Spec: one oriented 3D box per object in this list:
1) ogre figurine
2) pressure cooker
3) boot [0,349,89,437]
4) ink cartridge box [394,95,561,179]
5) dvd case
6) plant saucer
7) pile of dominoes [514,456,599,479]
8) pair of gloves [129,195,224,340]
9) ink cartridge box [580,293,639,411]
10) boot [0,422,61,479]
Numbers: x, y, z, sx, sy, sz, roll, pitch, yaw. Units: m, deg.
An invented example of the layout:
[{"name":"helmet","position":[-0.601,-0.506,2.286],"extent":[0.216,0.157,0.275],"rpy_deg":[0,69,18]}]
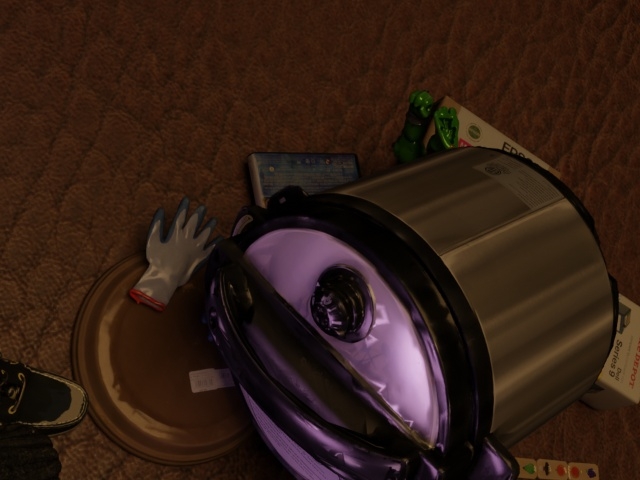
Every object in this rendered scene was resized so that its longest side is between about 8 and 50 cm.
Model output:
[{"name":"ogre figurine","position":[0.167,-0.102,1.337],"extent":[0.197,0.118,0.096],"rpy_deg":[34,58,-13]},{"name":"pressure cooker","position":[0.086,0.097,1.132],"extent":[0.420,0.370,0.375],"rpy_deg":[-22,102,-42]},{"name":"boot","position":[-0.345,0.154,1.042],"extent":[0.237,0.179,0.085],"rpy_deg":[15,68,-23]},{"name":"ink cartridge box","position":[0.226,-0.072,1.477],"extent":[0.235,0.088,0.193],"rpy_deg":[30,64,-16]},{"name":"dvd case","position":[0.000,0.000,1.360],"extent":[0.180,0.022,0.252],"rpy_deg":[-3,75,-36]},{"name":"plant saucer","position":[-0.167,0.137,1.227],"extent":[0.278,0.041,0.277],"rpy_deg":[9,70,-27]},{"name":"pile of dominoes","position":[0.311,0.406,1.402],"extent":[0.251,0.040,0.195],"rpy_deg":[10,70,-25]},{"name":"pair of gloves","position":[-0.137,0.044,1.236],"extent":[0.198,0.023,0.159],"rpy_deg":[33,63,-17]},{"name":"ink cartridge box","position":[0.391,0.140,1.497],"extent":[0.212,0.093,0.154],"rpy_deg":[33,61,-18]},{"name":"boot","position":[-0.453,0.283,0.962],"extent":[0.260,0.348,0.131],"rpy_deg":[11,61,-71]}]
